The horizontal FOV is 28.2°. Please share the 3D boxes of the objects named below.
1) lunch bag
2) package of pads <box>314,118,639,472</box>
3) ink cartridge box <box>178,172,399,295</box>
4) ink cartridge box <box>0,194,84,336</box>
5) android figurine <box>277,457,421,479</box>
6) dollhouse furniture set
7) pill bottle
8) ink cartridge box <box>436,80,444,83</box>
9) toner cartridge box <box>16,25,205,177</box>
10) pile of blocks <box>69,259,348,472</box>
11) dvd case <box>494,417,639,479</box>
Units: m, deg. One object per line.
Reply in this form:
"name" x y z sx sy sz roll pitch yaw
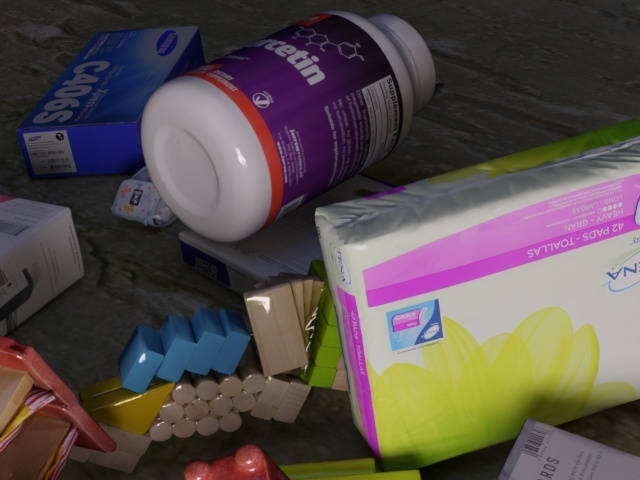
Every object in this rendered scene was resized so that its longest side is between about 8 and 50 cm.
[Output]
"lunch bag" -0.198 -0.052 1.509 0.071 0.053 0.083 15 46 38
"package of pads" 0.159 0.051 1.049 0.297 0.229 0.101 -16 27 -12
"ink cartridge box" 0.000 0.000 1.368 0.224 0.045 0.223 -27 33 -30
"ink cartridge box" -0.383 0.040 1.352 0.159 0.092 0.218 11 32 31
"android figurine" -0.003 0.244 0.922 0.273 0.056 0.248 -7 30 -1
"dollhouse furniture set" -0.159 0.206 0.877 0.374 0.152 0.201 10 57 28
"pill bottle" -0.025 -0.138 1.389 0.181 0.181 0.323 20 39 40
"ink cartridge box" 0.035 -0.183 1.706 0.189 0.066 0.232 9 13 29
"toner cartridge box" -0.279 -0.200 1.771 0.165 0.075 0.348 -2 29 10
"pile of blocks" -0.074 0.087 1.127 0.362 0.149 0.112 -14 30 -8
"dvd case" 0.227 0.222 0.876 0.239 0.029 0.179 18 37 18
